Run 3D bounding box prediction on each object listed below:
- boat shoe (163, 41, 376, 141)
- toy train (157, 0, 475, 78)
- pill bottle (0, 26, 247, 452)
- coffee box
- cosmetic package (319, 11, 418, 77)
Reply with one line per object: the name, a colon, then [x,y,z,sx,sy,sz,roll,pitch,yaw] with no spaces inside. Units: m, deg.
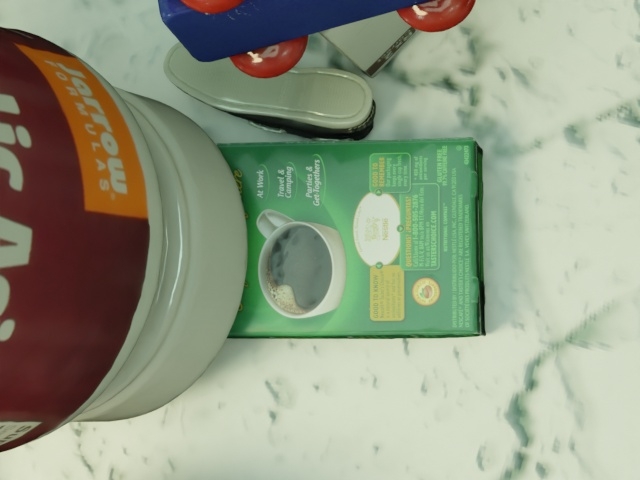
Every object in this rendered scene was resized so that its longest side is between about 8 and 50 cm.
boat shoe: [-0.029,-0.085,1.067,0.125,0.038,0.046,11,68,11]
toy train: [0.039,-0.181,0.880,0.248,0.105,0.143,-15,71,11]
pill bottle: [-0.218,-0.006,0.897,0.224,0.392,0.224,-3,84,31]
coffee box: [0.000,0.000,1.052,0.184,0.040,0.113,-2,85,11]
cosmetic package: [0.006,-0.212,1.011,0.184,0.151,0.151,45,96,11]
